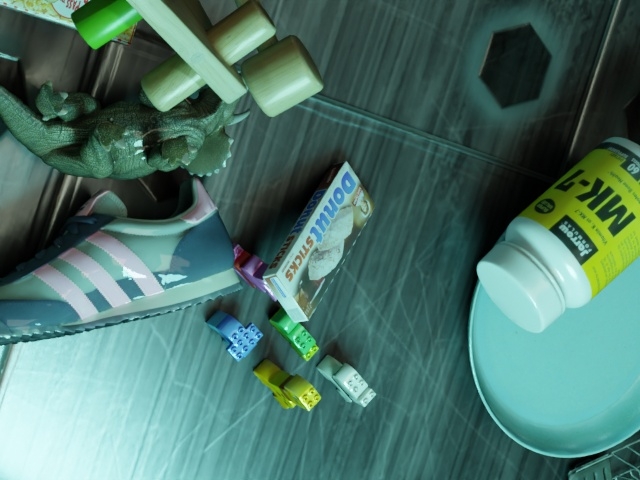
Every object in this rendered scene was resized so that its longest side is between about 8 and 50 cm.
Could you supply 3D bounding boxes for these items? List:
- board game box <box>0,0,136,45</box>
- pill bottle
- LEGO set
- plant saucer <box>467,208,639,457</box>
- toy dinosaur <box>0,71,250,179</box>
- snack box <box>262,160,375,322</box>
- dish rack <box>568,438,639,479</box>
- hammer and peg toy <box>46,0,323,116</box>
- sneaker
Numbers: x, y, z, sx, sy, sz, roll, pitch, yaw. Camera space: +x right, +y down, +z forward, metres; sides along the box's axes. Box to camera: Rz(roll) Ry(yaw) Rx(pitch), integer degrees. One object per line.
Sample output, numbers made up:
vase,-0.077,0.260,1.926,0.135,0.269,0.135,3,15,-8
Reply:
board game box,-0.221,-0.295,1.777,0.146,0.045,0.193,16,91,-31
pill bottle,0.273,-0.004,2.022,0.208,0.119,0.119,-41,117,-17
LEGO set,-0.030,0.118,1.941,0.087,0.093,0.227,-47,118,-13
plant saucer,0.290,0.085,2.144,0.317,0.043,0.318,-6,102,-28
toy dinosaur,-0.195,-0.097,1.776,0.313,0.160,0.121,-9,77,-16
snack box,0.000,0.000,1.929,0.064,0.022,0.178,55,44,-26
dish rack,0.409,0.317,2.240,0.271,0.074,0.208,-19,108,-25
hammer and peg toy,-0.151,-0.241,1.649,0.127,0.266,0.361,-34,146,8
sneaker,-0.234,0.023,1.815,0.319,0.112,0.131,-12,89,-30
